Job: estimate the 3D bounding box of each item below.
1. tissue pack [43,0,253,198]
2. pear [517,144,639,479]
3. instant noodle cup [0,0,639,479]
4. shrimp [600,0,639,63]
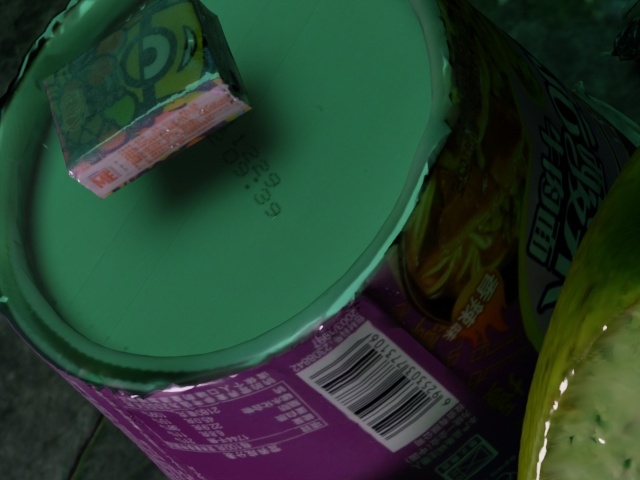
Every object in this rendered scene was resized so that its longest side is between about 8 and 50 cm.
[{"bbox_3d":[-0.078,-0.065,0.772,0.083,0.035,0.063,-31,54,13],"label":"tissue pack"},{"bbox_3d":[0.205,0.029,0.712,0.286,0.281,0.176,-10,37,15],"label":"pear"},{"bbox_3d":[0.000,0.000,0.882,0.340,0.266,0.339,-14,59,25],"label":"instant noodle cup"},{"bbox_3d":[0.222,-0.164,0.960,0.174,0.076,0.082,-47,30,1],"label":"shrimp"}]
